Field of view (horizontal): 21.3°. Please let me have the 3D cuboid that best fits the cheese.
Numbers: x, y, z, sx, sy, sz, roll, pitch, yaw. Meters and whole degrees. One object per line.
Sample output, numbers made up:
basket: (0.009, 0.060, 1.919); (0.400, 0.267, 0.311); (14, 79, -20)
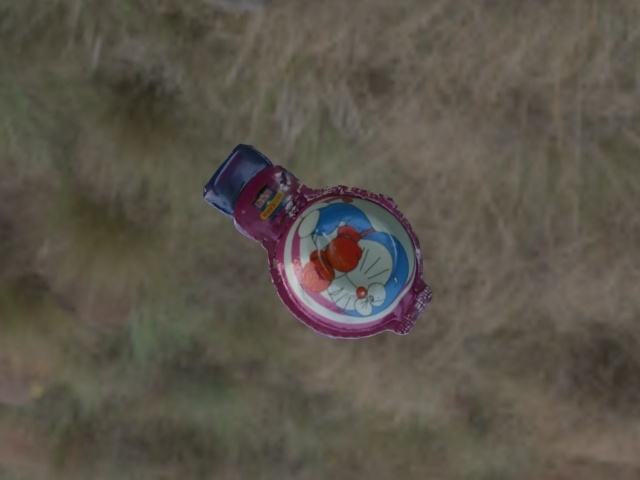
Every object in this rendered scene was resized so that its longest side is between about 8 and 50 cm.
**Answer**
cheese: (0.000, 0.000, 0.984); (0.145, 0.095, 0.038); (36, 157, 1)
